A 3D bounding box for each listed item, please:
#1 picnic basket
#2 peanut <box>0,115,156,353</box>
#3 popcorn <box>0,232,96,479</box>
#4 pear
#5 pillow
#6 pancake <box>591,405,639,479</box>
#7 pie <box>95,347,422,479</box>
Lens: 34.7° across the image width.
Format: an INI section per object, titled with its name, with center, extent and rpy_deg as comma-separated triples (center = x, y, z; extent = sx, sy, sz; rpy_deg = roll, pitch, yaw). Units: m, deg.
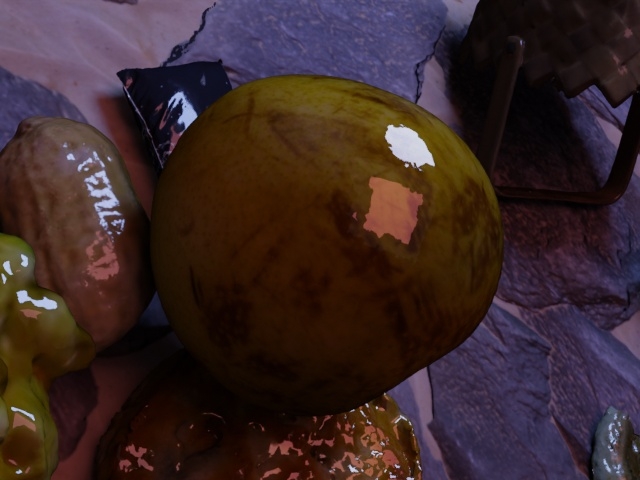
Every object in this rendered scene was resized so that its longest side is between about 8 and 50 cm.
[picnic basket]
center = 0.323, -0.202, 1.251
extent = 0.254, 0.291, 0.321
rpy_deg = 2, 109, -36
[peanut]
center = -0.206, -0.010, 0.862
extent = 0.129, 0.129, 0.224
rpy_deg = -2, 66, -36
[popcorn]
center = -0.291, 0.082, 0.693
extent = 0.258, 0.224, 0.270
rpy_deg = 37, 32, -44
[pear]
center = 0.000, 0.000, 0.816
extent = 0.280, 0.280, 0.281
rpy_deg = 16, 58, -28
[pillow]
center = -0.113, -0.084, 1.014
extent = 0.141, 0.055, 0.208
rpy_deg = -13, 75, -47
[pancake]
center = 0.418, 0.294, 1.191
extent = 0.253, 0.037, 0.254
rpy_deg = 17, 57, -27
[pie]
center = -0.049, 0.210, 0.880
extent = 0.315, 0.092, 0.315
rpy_deg = 14, 56, -22
